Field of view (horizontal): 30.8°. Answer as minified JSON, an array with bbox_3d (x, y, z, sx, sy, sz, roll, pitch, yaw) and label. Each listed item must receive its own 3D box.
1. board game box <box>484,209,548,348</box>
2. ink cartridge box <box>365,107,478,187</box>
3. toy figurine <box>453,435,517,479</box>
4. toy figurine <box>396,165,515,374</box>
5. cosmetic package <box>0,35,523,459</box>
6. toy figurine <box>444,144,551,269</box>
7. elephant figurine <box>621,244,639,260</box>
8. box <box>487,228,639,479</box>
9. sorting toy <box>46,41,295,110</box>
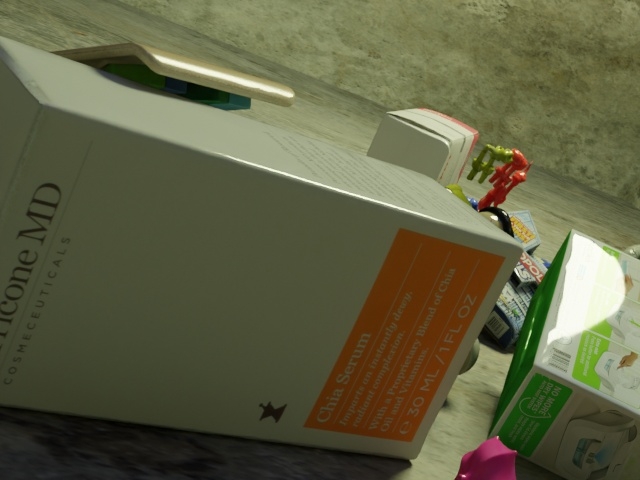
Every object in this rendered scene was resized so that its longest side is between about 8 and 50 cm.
[{"bbox_3d":[0.259,0.034,1.618,0.194,0.060,0.194,-23,66,-45],"label":"board game box"},{"bbox_3d":[0.143,-0.097,1.843,0.117,0.207,0.283,26,13,11],"label":"ink cartridge box"},{"bbox_3d":[0.188,0.220,0.957,0.159,0.130,0.173,19,-11,17],"label":"toy figurine"},{"bbox_3d":[0.088,0.030,1.254,0.148,0.213,0.209,-2,23,-38],"label":"toy figurine"},{"bbox_3d":[-0.078,0.023,0.946,0.453,0.230,0.161,14,18,-35],"label":"cosmetic package"},{"bbox_3d":[0.306,-0.001,1.805,0.217,0.191,0.362,50,12,14],"label":"toy figurine"},{"bbox_3d":[0.470,0.139,1.667,0.169,0.186,0.239,-29,77,-32],"label":"elephant figurine"},{"bbox_3d":[0.329,0.141,1.238,0.231,0.126,0.262,25,37,3],"label":"box"},{"bbox_3d":[-0.157,-0.137,1.021,0.208,0.038,0.193,7,1,37],"label":"sorting toy"}]
